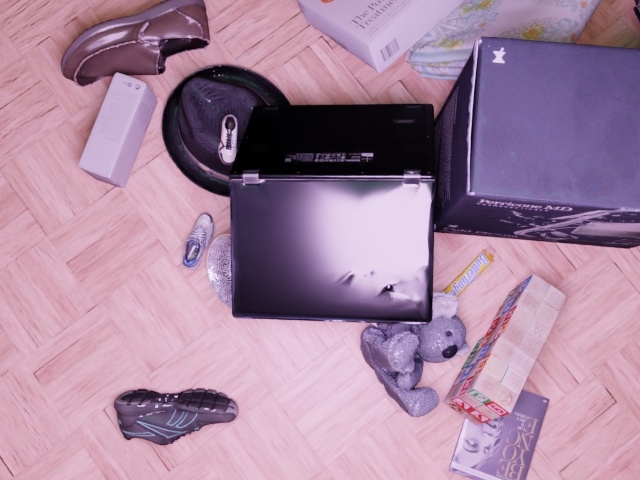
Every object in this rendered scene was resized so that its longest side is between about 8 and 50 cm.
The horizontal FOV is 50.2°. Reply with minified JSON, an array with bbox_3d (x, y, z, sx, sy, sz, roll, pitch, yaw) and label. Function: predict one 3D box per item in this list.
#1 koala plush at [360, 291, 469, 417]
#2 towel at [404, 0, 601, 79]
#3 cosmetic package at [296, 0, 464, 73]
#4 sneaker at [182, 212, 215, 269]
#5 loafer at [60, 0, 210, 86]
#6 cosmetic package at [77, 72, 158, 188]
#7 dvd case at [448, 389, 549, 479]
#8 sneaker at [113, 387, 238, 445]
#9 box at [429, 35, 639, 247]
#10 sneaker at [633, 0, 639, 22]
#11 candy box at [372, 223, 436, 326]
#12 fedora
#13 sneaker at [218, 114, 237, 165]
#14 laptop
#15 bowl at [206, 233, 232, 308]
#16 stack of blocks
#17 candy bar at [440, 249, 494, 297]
[{"bbox_3d":[0.217,0.221,1.460,0.221,0.203,0.196,-29,114,-15],"label":"koala plush"},{"bbox_3d":[0.398,-0.482,1.473,0.374,0.090,0.320,16,66,43],"label":"towel"},{"bbox_3d":[0.172,-0.586,1.549,0.377,0.097,0.284,-42,53,-5],"label":"cosmetic package"},{"bbox_3d":[-0.276,0.001,1.546,0.052,0.058,0.135,16,82,2],"label":"sneaker"},{"bbox_3d":[-0.416,-0.440,1.569,0.366,0.134,0.130,-27,83,-3],"label":"loafer"},{"bbox_3d":[-0.457,-0.246,1.553,0.085,0.117,0.231,20,81,4],"label":"cosmetic package"},{"bbox_3d":[0.393,0.427,1.503,0.165,0.018,0.221,19,83,3],"label":"dvd case"},{"bbox_3d":[-0.311,0.384,1.488,0.267,0.101,0.106,1,102,2],"label":"sneaker"},{"bbox_3d":[0.487,-0.164,1.357,0.480,0.472,0.297,5,82,2],"label":"box"},{"bbox_3d":[0.770,-0.506,1.594,0.153,0.094,0.235,41,84,7],"label":"sneaker"},{"bbox_3d":[0.155,0.059,1.441,0.070,0.165,0.196,31,122,4],"label":"candy box"},{"bbox_3d":[-0.209,-0.264,1.535,0.334,0.152,0.334,0,82,0],"label":"fedora"},{"bbox_3d":[-0.194,-0.212,1.432,0.040,0.044,0.109,0,89,-8],"label":"sneaker"},{"bbox_3d":[0.031,-0.069,1.356,0.382,0.236,0.408,1,42,7],"label":"laptop"},{"bbox_3d":[-0.169,0.063,1.512,0.170,0.080,0.170,10,105,41],"label":"bowl"},{"bbox_3d":[0.392,0.233,1.451,0.087,0.171,0.297,34,65,4],"label":"stack of blocks"},{"bbox_3d":[0.330,0.086,1.551,0.161,0.018,0.040,-44,84,-5],"label":"candy bar"}]
